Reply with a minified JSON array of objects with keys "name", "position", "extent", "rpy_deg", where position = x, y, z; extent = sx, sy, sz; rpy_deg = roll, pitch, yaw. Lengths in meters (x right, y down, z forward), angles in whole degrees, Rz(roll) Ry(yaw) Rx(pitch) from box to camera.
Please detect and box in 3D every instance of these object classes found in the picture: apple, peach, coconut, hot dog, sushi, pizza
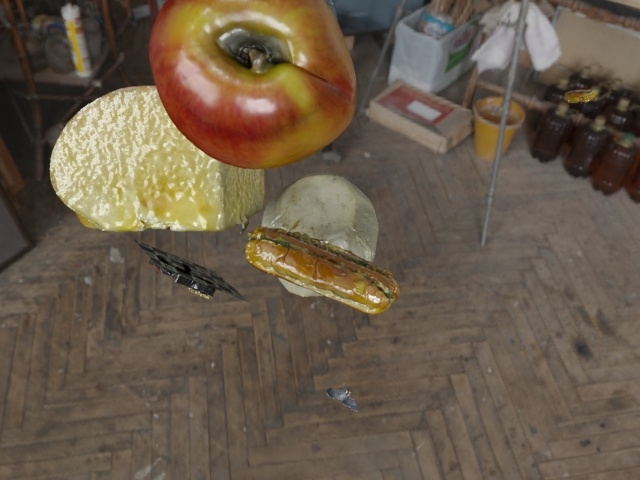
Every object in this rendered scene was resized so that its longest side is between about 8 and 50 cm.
[{"name":"apple","position":[-0.274,-0.116,1.149],"extent":[0.309,0.314,0.252],"rpy_deg":[6,60,17]},{"name":"peach","position":[-0.082,-0.208,0.831],"extent":[0.281,0.281,0.238],"rpy_deg":[24,89,17]},{"name":"coconut","position":[0.000,0.000,1.384],"extent":[0.245,0.247,0.244],"rpy_deg":[-1,59,1]},{"name":"hot dog","position":[0.000,0.045,1.085],"extent":[0.269,0.072,0.115],"rpy_deg":[21,30,9]},{"name":"sushi","position":[-0.335,0.094,1.684],"extent":[0.193,0.280,0.043],"rpy_deg":[33,94,46]},{"name":"pizza","position":[0.309,-0.171,0.791],"extent":[0.037,0.016,0.083],"rpy_deg":[-7,10,16]}]

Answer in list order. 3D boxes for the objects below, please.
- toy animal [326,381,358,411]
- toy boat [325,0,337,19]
[{"name":"toy animal","position":[0.047,0.305,1.332],"extent":[0.084,0.028,0.050],"rpy_deg":[37,60,-24]},{"name":"toy boat","position":[-0.011,-0.513,1.649],"extent":[0.114,0.296,0.122],"rpy_deg":[-20,67,-7]}]
